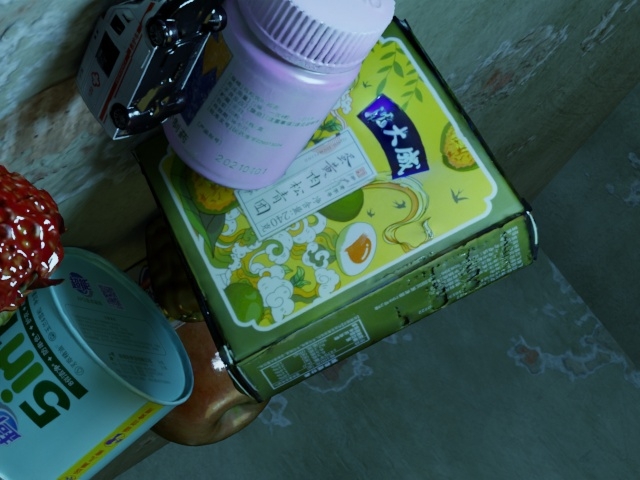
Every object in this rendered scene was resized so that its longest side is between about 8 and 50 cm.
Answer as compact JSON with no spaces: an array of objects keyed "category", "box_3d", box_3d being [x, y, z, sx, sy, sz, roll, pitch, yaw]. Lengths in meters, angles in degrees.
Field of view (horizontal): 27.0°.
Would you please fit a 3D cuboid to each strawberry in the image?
[{"category":"strawberry","box_3d":[-0.414,0.020,1.388,0.261,0.258,0.261,-51,-174,7]}]

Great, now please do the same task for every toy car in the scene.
[{"category":"toy car","box_3d":[-0.183,-0.206,1.398,0.089,0.108,0.209,-24,158,-41]}]

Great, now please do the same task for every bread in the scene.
[{"category":"bread","box_3d":[-0.192,0.039,2.117,0.096,0.181,0.222,-16,175,17]}]

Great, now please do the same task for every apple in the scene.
[{"category":"apple","box_3d":[-0.220,0.230,2.497,0.319,0.277,0.319,-32,167,-8]}]

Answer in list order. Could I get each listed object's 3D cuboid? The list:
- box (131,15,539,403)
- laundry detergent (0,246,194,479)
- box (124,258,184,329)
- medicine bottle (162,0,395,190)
[{"category":"box","box_3d":[0.011,-0.048,1.722,0.420,0.373,0.138,-27,146,-2]},{"category":"laundry detergent","box_3d":[-0.389,0.212,1.931,0.305,0.287,0.287,-41,168,14]},{"category":"box","box_3d":[-0.335,0.135,2.251,0.265,0.097,0.168,-33,167,-21]},{"category":"medicine bottle","box_3d":[-0.055,-0.209,1.564,0.178,0.178,0.290,-26,162,-44]}]
